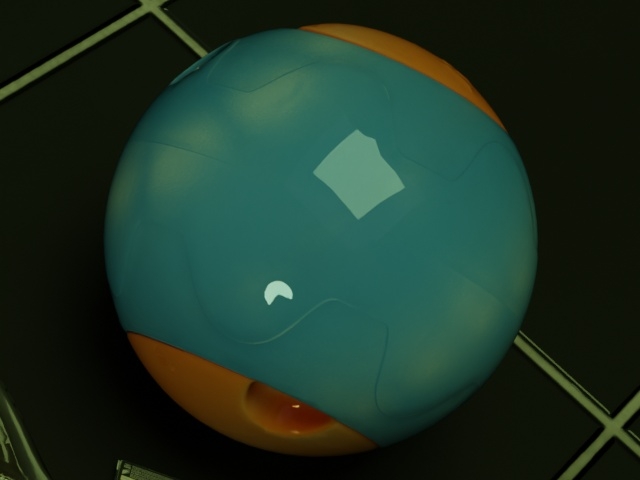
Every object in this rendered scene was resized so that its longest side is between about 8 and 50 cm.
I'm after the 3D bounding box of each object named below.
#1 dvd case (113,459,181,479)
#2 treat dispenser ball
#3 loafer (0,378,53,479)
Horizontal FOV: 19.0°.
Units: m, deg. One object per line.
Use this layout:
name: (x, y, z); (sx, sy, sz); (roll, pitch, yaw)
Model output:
dvd case: (-0.105, 0.207, 1.245); (0.087, 0.013, 0.119); (20, 47, -10)
treat dispenser ball: (0.000, 0.000, 1.271); (0.288, 0.288, 0.288); (13, 50, -16)
loafer: (-0.212, 0.153, 1.189); (0.078, 0.080, 0.220); (-26, 64, -27)
